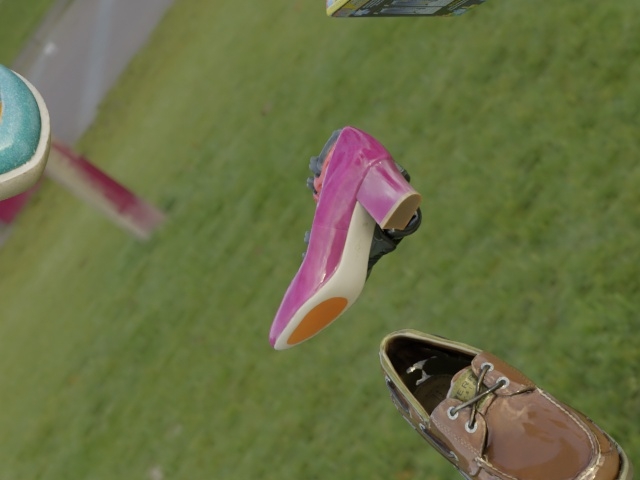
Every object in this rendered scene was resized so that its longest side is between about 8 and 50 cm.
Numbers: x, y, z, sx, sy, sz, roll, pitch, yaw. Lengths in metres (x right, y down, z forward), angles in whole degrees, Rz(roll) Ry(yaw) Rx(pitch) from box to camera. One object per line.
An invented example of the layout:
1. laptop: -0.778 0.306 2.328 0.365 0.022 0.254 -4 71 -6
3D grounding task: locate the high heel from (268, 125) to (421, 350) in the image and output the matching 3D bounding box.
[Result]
1. high heel: 0.000 0.000 1.782 0.117 0.082 0.244 50 120 29

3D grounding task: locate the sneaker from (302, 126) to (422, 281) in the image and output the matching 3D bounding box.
1. sneaker: 0.055 -0.012 2.074 0.097 0.135 0.276 -53 -22 -37

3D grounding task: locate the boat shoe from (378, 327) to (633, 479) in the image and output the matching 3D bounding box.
1. boat shoe: 0.142 0.158 1.469 0.111 0.104 0.307 -48 29 -14

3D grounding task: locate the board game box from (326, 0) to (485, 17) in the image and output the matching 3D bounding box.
1. board game box: 0.090 -0.250 1.618 0.170 0.141 0.048 172 97 -78

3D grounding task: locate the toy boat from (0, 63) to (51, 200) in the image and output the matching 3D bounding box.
1. toy boat: -0.442 -0.095 1.799 0.318 0.267 0.148 -54 -27 -31
